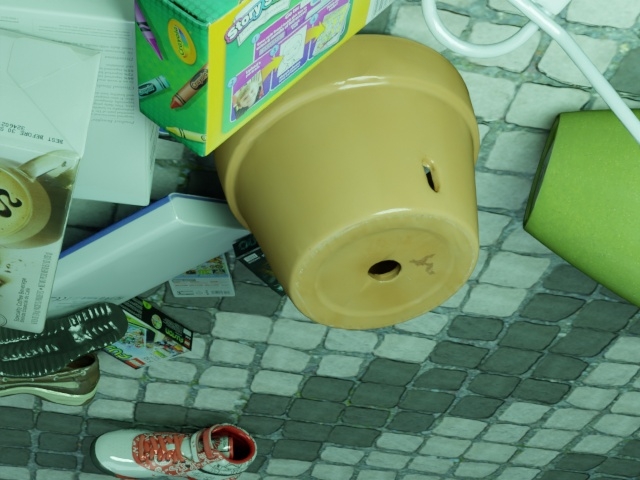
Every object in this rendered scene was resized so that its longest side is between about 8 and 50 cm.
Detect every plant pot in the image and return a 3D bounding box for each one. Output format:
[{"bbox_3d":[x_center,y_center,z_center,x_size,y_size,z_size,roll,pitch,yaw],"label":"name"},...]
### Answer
[{"bbox_3d":[0.380,-0.032,1.324,0.293,0.274,0.275,16,147,5],"label":"plant pot"},{"bbox_3d":[0.044,-0.043,1.283,0.291,0.203,0.291,-9,142,-7],"label":"plant pot"}]

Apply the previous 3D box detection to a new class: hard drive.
[{"bbox_3d":[-0.247,0.030,1.501,0.319,0.040,0.210,-26,166,24],"label":"hard drive"}]

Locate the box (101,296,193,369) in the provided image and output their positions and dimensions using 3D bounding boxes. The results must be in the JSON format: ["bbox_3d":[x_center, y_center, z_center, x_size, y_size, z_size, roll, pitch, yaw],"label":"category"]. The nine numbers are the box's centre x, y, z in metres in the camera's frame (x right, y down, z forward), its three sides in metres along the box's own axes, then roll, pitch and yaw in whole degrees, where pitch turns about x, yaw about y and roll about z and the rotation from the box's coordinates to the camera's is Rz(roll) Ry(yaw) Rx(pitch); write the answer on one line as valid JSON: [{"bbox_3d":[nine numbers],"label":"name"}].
[{"bbox_3d":[-0.293,0.119,1.753,0.114,0.036,0.207,-21,141,30],"label":"box"}]

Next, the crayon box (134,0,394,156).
[{"bbox_3d":[-0.031,-0.217,1.028,0.081,0.278,0.165,38,151,17],"label":"crayon box"}]

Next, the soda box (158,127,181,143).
[{"bbox_3d":[-0.164,-0.146,1.323,0.169,0.060,0.053,11,142,-15],"label":"soda box"}]

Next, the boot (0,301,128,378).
[{"bbox_3d":[-0.359,0.143,1.557,0.198,0.077,0.137,-9,169,-35],"label":"boot"}]

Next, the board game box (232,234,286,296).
[{"bbox_3d":[0.000,0.000,1.518,0.186,0.026,0.126,-25,146,13],"label":"board game box"}]

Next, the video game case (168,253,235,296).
[{"bbox_3d":[-0.167,0.041,1.653,0.087,0.011,0.122,-1,147,5],"label":"video game case"}]

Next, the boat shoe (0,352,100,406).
[{"bbox_3d":[-0.457,0.179,1.819,0.257,0.095,0.095,7,133,-19],"label":"boat shoe"}]

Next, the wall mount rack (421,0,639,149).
[{"bbox_3d":[0.246,-0.236,0.995,0.304,0.130,0.350,36,121,-10],"label":"wall mount rack"}]

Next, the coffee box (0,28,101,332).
[{"bbox_3d":[-0.301,-0.048,1.064,0.168,0.119,0.297,12,145,-13],"label":"coffee box"}]

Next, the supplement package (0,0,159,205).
[{"bbox_3d":[-0.246,-0.193,1.129,0.199,0.198,0.262,6,146,-4],"label":"supplement package"}]

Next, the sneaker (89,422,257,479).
[{"bbox_3d":[-0.242,0.350,2.058,0.270,0.090,0.145,16,143,-26],"label":"sneaker"}]
